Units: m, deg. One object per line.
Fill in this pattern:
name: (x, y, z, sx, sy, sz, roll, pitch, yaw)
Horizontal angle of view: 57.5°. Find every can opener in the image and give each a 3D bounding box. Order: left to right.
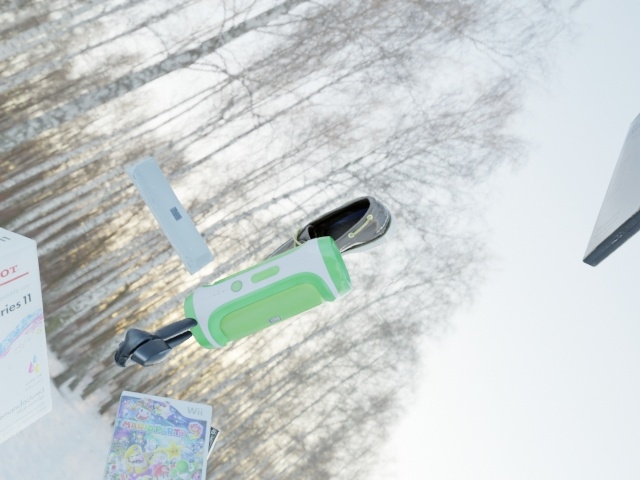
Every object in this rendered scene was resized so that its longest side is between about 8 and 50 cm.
can opener: (-0.258, 0.164, 0.935, 0.073, 0.059, 0.186, 39, 14, 10)

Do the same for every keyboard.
keyboard: (-0.312, -0.051, 1.227, 0.014, 0.072, 0.256, -19, -75, 41)

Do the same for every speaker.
speaker: (-0.096, 0.098, 1.083, 0.131, 0.297, 0.131, -23, 90, -83)

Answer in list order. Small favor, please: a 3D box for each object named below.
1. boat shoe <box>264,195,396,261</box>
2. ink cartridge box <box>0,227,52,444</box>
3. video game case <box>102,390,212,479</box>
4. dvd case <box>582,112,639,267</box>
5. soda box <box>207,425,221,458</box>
boat shoe: (0.000, 0.000, 1.257, 0.097, 0.324, 0.116, 43, 32, -43)
ink cartridge box: (-0.471, 0.109, 0.733, 0.119, 0.207, 0.353, 17, -64, 22)
video game case: (-0.145, 0.197, 0.520, 0.122, 0.087, 0.011, -93, -154, -44)
dvd case: (0.406, -0.105, 0.722, 0.022, 0.253, 0.180, 26, -24, 10)
soda box: (-0.323, 0.561, 1.516, 0.060, 0.168, 0.053, 24, -17, 6)
